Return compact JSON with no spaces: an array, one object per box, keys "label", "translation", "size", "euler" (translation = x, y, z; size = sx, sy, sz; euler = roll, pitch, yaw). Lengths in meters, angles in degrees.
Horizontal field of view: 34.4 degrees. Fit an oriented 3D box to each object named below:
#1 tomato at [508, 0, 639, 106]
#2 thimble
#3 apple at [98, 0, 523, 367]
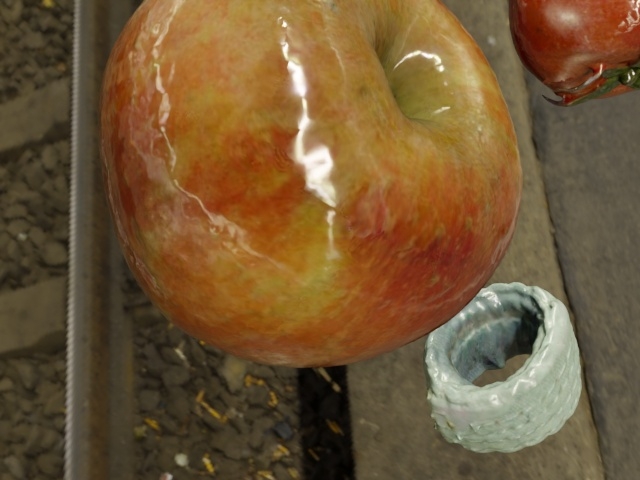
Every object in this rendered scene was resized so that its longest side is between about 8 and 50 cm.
[{"label":"tomato","translation":[0.222,-0.187,0.795],"size":[0.167,0.167,0.167],"euler":[-9,65,19]},{"label":"thimble","translation":[0.260,0.186,1.504],"size":[0.250,0.172,0.205],"euler":[-36,44,-13]},{"label":"apple","translation":[-0.019,-0.049,0.706],"size":[0.301,0.301,0.302],"euler":[-9,65,19]}]
